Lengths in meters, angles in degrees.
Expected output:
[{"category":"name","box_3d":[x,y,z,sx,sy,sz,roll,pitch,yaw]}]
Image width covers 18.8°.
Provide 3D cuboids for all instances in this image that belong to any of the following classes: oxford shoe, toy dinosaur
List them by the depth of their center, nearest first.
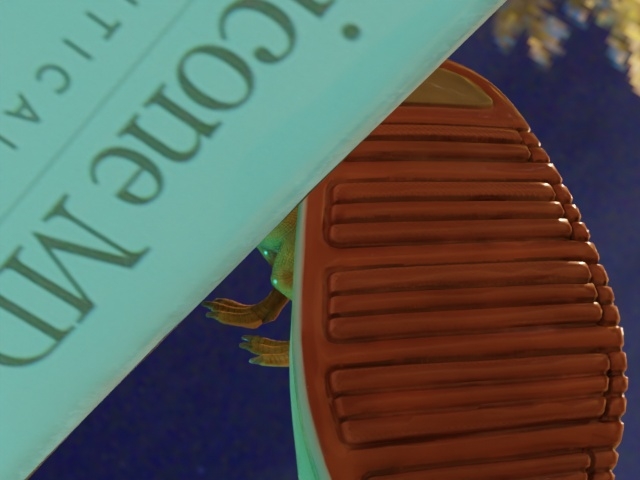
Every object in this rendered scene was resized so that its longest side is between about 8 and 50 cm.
[{"category":"oxford shoe","box_3d":[0.043,0.118,0.790,0.140,0.397,0.146,2,-22,-18]},{"category":"toy dinosaur","box_3d":[0.000,0.000,0.883,0.064,0.211,0.112,-100,31,-73]}]

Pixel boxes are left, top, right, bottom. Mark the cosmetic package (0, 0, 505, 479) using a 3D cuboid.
[{"category":"cosmetic package","box_3d":[-0.144,-0.203,0.551,0.329,0.393,0.327,-44,22,33]}]
